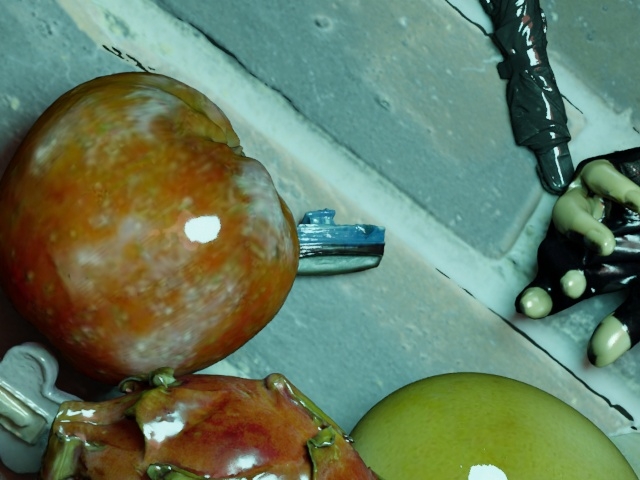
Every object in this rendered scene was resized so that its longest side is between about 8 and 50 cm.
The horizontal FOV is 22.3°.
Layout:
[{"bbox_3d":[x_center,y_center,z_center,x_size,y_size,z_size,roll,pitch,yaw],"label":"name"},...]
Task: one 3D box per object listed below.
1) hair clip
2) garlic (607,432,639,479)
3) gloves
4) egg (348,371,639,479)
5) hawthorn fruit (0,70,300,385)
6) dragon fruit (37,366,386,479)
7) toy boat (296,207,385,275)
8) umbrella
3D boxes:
[{"bbox_3d":[-0.325,0.112,1.448,0.257,0.146,0.075,33,29,-14],"label":"hair clip"},{"bbox_3d":[0.403,0.329,1.681,0.318,0.112,0.143,43,66,-18],"label":"garlic"},{"bbox_3d":[0.304,0.013,1.669,0.301,0.152,0.197,-27,100,-49],"label":"gloves"},{"bbox_3d":[0.165,0.257,1.522,0.322,0.250,0.250,24,72,-16],"label":"egg"},{"bbox_3d":[-0.159,-0.011,1.459,0.284,0.284,0.284,4,78,-18],"label":"hawthorn fruit"},{"bbox_3d":[-0.081,0.229,1.374,0.315,0.250,0.250,2,78,1],"label":"dragon fruit"},{"bbox_3d":[0.000,0.000,1.625,0.137,0.060,0.061,-6,56,-19],"label":"toy boat"},{"bbox_3d":[0.228,-0.166,1.733,0.059,0.066,0.236,-13,86,-27],"label":"umbrella"}]
